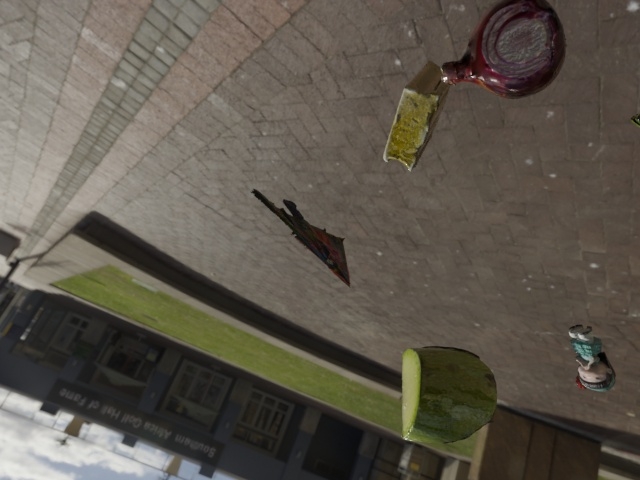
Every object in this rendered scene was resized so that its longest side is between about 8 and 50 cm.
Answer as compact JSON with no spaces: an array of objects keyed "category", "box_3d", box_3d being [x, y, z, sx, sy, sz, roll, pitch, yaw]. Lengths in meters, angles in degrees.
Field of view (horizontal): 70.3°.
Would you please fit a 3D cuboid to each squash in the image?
[{"category":"squash","box_3d":[0.230,0.271,0.856,0.184,0.191,0.085,-13,140,24]}]

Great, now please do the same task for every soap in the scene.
[{"category":"soap","box_3d":[0.257,-0.327,1.151,0.091,0.315,0.199,23,128,9]}]

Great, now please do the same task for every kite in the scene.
[{"category":"kite","box_3d":[0.000,0.000,0.845,0.321,0.016,0.234,24,-156,-55]}]

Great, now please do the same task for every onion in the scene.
[{"category":"onion","box_3d":[0.313,-0.316,0.787,0.198,0.173,0.135,-14,169,32]}]

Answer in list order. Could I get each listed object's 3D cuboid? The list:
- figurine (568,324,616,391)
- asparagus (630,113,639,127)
[{"category":"figurine","box_3d":[0.413,0.183,0.702,0.060,0.047,0.105,-14,100,51]},{"category":"asparagus","box_3d":[0.676,-0.169,0.856,0.233,0.022,0.023,32,127,-9]}]
